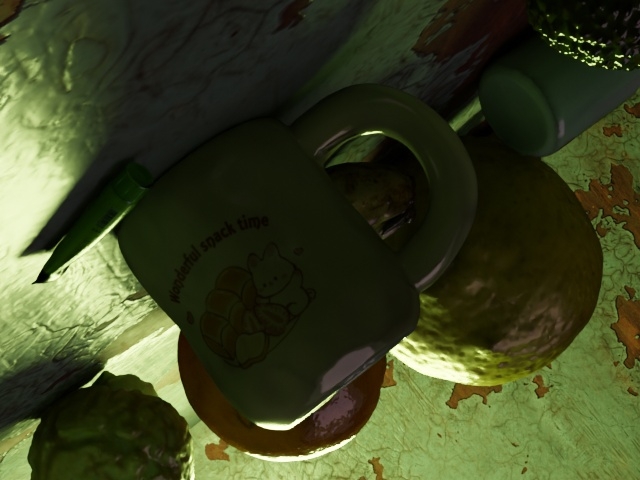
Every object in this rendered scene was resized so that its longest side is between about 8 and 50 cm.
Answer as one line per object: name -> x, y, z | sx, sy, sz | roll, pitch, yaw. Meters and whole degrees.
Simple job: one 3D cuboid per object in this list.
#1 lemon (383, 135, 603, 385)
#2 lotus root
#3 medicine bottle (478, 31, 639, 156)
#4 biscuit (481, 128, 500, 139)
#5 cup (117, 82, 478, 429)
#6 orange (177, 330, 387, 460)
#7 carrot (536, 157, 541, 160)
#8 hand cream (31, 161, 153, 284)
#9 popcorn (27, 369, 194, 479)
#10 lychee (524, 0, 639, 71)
lemon -> 0.198, 0.026, 1.242 | 0.350, 0.349, 0.387 | -41, 157, 19
lotus root -> -0.008, -0.018, 0.987 | 0.258, 0.097, 0.110 | -27, 161, -23
medicine bottle -> 0.322, -0.215, 1.164 | 0.225, 0.139, 0.139 | -35, 171, -19
biscuit -> 0.239, -0.106, 1.644 | 0.394, 0.076, 0.368 | -36, 168, -30
cup -> -0.005, 0.007, 0.742 | 0.255, 0.202, 0.173 | -36, 171, -18
orange -> -0.046, 0.143, 1.129 | 0.261, 0.261, 0.261 | -38, 172, -6
carrot -> 0.320, -0.102, 1.546 | 0.074, 0.074, 0.358 | -39, 172, 2
hand cream -> -0.156, -0.008, 0.628 | 0.122, 0.023, 0.036 | -42, -177, 31
popcorn -> -0.255, 0.278, 1.132 | 0.183, 0.204, 0.221 | -74, -173, -59
lychee -> 0.254, -0.230, 0.783 | 0.171, 0.171, 0.171 | -38, 172, -6
